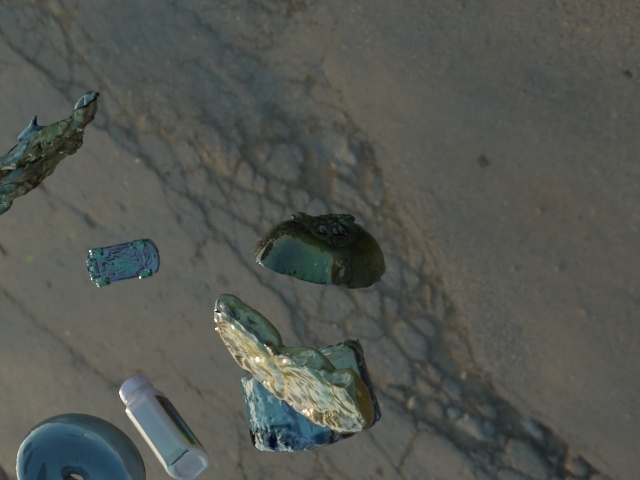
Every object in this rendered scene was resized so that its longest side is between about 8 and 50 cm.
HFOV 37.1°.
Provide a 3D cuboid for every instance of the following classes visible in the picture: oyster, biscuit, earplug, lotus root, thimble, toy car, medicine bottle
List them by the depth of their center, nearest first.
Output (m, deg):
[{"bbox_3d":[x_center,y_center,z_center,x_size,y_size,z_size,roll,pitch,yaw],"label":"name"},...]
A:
[{"bbox_3d":[-0.032,0.167,1.213,0.299,0.045,0.154,27,147,44],"label":"biscuit"},{"bbox_3d":[0.004,0.001,1.471,0.203,0.183,0.078,16,111,13],"label":"lotus root"},{"bbox_3d":[-0.433,-0.142,1.479,0.223,0.214,0.083,-19,118,47],"label":"oyster"},{"bbox_3d":[-0.392,0.437,1.512,0.175,0.214,0.325,47,-134,-81],"label":"earplug"},{"bbox_3d":[-0.022,0.262,1.588,0.237,0.237,0.150,-19,86,55],"label":"thimble"},{"bbox_3d":[-0.342,0.037,1.667,0.142,0.055,0.069,-11,93,17],"label":"toy car"},{"bbox_3d":[-0.299,0.347,1.792,0.219,0.078,0.115,45,176,33],"label":"medicine bottle"}]

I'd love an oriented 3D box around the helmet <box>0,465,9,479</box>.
[{"bbox_3d":[-0.690,0.485,1.867,0.253,0.154,0.198,35,126,-5],"label":"helmet"}]
